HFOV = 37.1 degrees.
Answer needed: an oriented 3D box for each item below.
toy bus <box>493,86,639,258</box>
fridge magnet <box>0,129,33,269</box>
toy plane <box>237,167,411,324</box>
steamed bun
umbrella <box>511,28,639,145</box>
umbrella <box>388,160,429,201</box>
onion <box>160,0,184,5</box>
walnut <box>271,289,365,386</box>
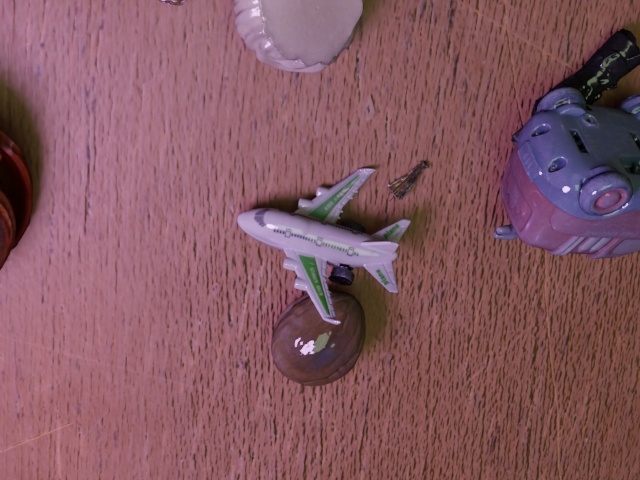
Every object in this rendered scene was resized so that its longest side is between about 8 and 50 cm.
[{"bbox_3d":[0.408,-0.076,1.413,0.294,0.197,0.232,0,141,-22],"label":"toy bus"},{"bbox_3d":[-0.553,-0.024,1.247,0.363,0.155,0.364,-23,144,-18],"label":"fridge magnet"},{"bbox_3d":[0.000,0.002,1.422,0.255,0.101,0.251,12,68,3],"label":"toy plane"},{"bbox_3d":[-0.033,-0.315,1.301,0.182,0.106,0.183,-6,106,-20],"label":"steamed bun"},{"bbox_3d":[0.384,-0.223,1.439,0.235,0.059,0.066,-39,90,8],"label":"umbrella"},{"bbox_3d":[0.134,-0.091,1.465,0.083,0.020,0.031,-47,71,8],"label":"umbrella"},{"bbox_3d":[-0.190,-0.398,1.256,0.205,0.098,0.151,-2,133,-17],"label":"onion"},{"bbox_3d":[-0.002,0.149,1.464,0.162,0.140,0.140,-29,112,8],"label":"walnut"}]
